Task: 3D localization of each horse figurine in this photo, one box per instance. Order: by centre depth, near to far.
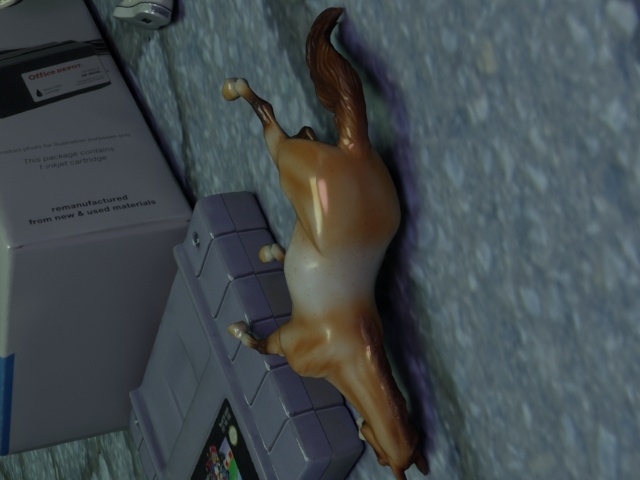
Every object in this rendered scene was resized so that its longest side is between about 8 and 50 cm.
[{"bbox_3d":[0.000,0.000,0.774,0.174,0.066,0.263,35,128,52],"label":"horse figurine"}]

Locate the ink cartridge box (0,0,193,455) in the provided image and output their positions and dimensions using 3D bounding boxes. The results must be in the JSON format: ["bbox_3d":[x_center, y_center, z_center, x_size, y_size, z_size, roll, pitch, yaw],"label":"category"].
[{"bbox_3d":[-0.276,-0.045,1.222,0.395,0.166,0.285,60,148,37],"label":"ink cartridge box"}]

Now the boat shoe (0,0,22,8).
[{"bbox_3d":[-0.295,-0.366,1.111,0.112,0.095,0.335,-14,95,22],"label":"boat shoe"}]

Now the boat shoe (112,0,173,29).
[{"bbox_3d":[-0.141,-0.194,1.044,0.100,0.035,0.035,9,81,68],"label":"boat shoe"}]

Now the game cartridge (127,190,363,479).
[{"bbox_3d":[-0.077,0.156,1.016,0.355,0.068,0.230,115,142,-51],"label":"game cartridge"}]
